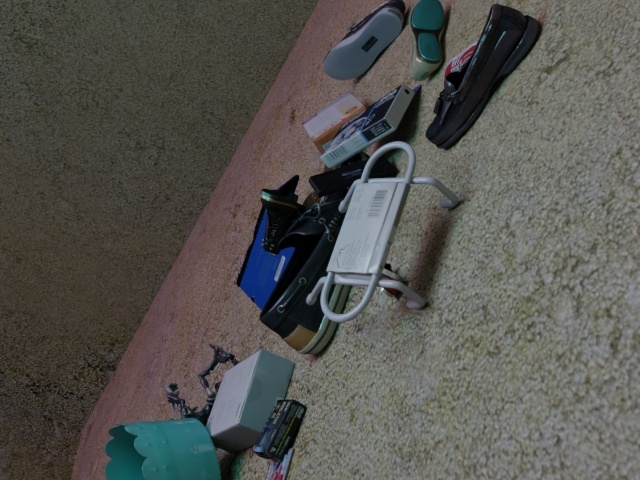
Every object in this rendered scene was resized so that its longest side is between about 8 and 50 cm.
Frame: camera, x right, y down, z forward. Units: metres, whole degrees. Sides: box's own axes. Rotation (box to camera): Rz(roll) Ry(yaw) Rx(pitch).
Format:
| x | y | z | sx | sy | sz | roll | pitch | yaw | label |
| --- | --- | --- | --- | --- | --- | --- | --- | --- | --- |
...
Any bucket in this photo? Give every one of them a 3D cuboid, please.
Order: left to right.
| x | y | z | sx | sy | sz | roll | pitch | yaw | label |
| --- | --- | --- | --- | --- | --- | --- | --- | --- | --- |
| -0.356 | 0.534 | 1.993 | 0.281 | 0.183 | 0.281 | 8 | 100 | 57 | bucket |

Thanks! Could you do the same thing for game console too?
| x | y | z | sx | sy | sz | roll | pitch | yaw | label |
| --- | --- | --- | --- | --- | --- | --- | --- | --- | --- |
| -0.090 | 0.013 | 2.278 | 0.250 | 0.173 | 0.293 | 43 | 124 | 37 | game console |

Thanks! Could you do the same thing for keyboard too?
| x | y | z | sx | sy | sz | roll | pitch | yaw | label |
| --- | --- | --- | --- | --- | --- | --- | --- | --- | --- |
| 0.074 | -0.131 | 1.897 | 0.108 | 0.180 | 0.023 | -124 | 19 | -55 | keyboard |

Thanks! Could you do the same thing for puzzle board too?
| x | y | z | sx | sy | sz | roll | pitch | yaw | label |
| --- | --- | --- | --- | --- | --- | --- | --- | --- | --- |
| -0.092 | 0.476 | 1.742 | 0.096 | 0.011 | 0.128 | -38 | 30 | 56 | puzzle board |

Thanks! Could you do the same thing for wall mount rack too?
| x | y | z | sx | sy | sz | roll | pitch | yaw | label |
| --- | --- | --- | --- | --- | --- | --- | --- | --- | --- |
| 0.080 | 0.003 | 1.593 | 0.304 | 0.130 | 0.350 | 1 | 63 | 45 | wall mount rack |

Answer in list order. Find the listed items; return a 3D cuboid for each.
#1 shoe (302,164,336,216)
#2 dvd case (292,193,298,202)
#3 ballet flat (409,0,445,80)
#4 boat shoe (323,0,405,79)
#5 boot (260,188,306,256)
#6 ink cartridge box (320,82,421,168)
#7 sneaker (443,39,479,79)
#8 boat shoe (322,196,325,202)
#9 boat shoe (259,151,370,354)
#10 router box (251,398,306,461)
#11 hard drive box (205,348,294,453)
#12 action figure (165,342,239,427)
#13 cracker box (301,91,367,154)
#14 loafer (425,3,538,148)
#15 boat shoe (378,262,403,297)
| x | y | z | sx | sy | sz | roll | pitch | yaw | label |
| --- | --- | --- | --- | --- | --- | --- | --- | --- | --- |
| 0.013 | -0.112 | 2.239 | 0.219 | 0.058 | 0.076 | -63 | 36 | 18 | shoe |
| -0.142 | -0.001 | 2.588 | 0.180 | 0.022 | 0.253 | -38 | 30 | 56 | dvd case |
| 0.238 | -0.457 | 2.026 | 0.086 | 0.086 | 0.248 | -47 | 25 | 45 | ballet flat |
| 0.123 | -0.563 | 2.464 | 0.306 | 0.113 | 0.105 | -42 | 21 | 47 | boat shoe |
| -0.101 | -0.033 | 1.953 | 0.137 | 0.077 | 0.198 | -63 | -22 | 1 | boot |
| 0.115 | -0.271 | 2.003 | 0.206 | 0.045 | 0.208 | -29 | 20 | 39 | ink cartridge box |
| 0.283 | -0.341 | 1.761 | 0.118 | 0.042 | 0.067 | -43 | 23 | 46 | sneaker |
| 0.048 | -0.124 | 2.145 | 0.142 | 0.049 | 0.040 | -48 | 23 | 37 | boat shoe |
| 0.000 | 0.000 | 1.926 | 0.187 | 0.156 | 0.500 | -37 | 29 | 60 | boat shoe |
| -0.084 | 0.382 | 1.787 | 0.122 | 0.038 | 0.092 | -63 | 16 | -21 | router box |
| -0.166 | 0.366 | 1.993 | 0.232 | 0.089 | 0.181 | -38 | 31 | 57 | hard drive box |
| -0.298 | 0.409 | 2.229 | 0.141 | 0.164 | 0.275 | 10 | 64 | 52 | action figure |
| 0.046 | -0.295 | 2.266 | 0.156 | 0.067 | 0.232 | -32 | 21 | 3 | cracker box |
| 0.274 | -0.306 | 1.640 | 0.302 | 0.095 | 0.109 | -53 | 20 | 33 | loafer |
| 0.119 | 0.062 | 1.652 | 0.043 | 0.049 | 0.137 | -56 | 20 | 8 | boat shoe |
